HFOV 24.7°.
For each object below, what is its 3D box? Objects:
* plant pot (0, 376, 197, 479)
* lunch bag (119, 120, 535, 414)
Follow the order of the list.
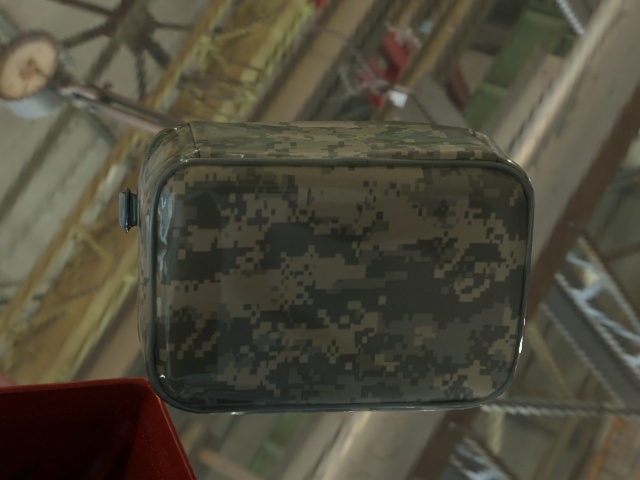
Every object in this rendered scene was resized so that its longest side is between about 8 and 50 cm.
[{"bbox_3d":[-0.243,0.289,1.133,0.267,0.267,0.236,0,-43,-36],"label":"plant pot"},{"bbox_3d":[0.000,0.000,1.156,0.305,0.256,0.212,-1,-71,-11],"label":"lunch bag"}]
